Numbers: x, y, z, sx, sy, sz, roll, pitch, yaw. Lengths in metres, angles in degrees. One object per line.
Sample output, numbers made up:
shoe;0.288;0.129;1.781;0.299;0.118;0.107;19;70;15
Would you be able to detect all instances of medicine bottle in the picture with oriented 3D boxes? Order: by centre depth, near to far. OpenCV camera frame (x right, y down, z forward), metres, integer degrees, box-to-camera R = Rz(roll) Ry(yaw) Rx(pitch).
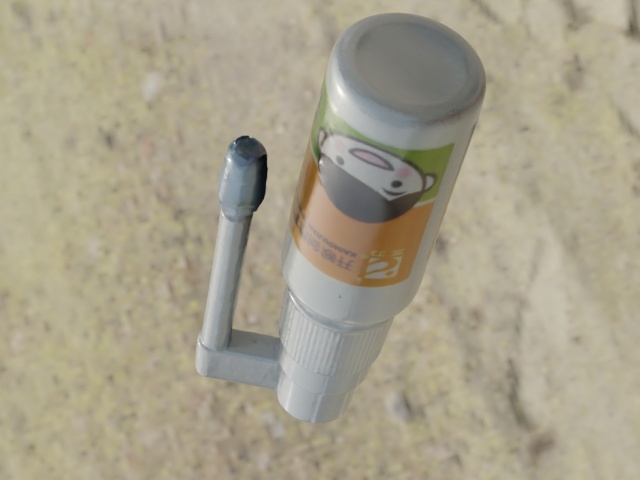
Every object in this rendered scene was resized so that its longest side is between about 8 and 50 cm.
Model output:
medicine bottle;0.000;0.000;0.784;0.221;0.092;0.061;105;174;-50
